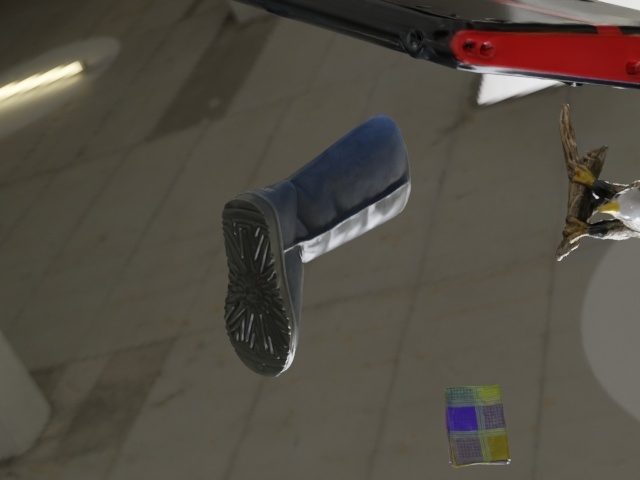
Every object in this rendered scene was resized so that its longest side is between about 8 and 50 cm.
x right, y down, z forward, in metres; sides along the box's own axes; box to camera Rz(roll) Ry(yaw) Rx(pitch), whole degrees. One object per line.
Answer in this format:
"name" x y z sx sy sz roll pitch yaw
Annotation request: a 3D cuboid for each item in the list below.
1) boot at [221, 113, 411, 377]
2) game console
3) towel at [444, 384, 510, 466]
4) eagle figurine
"boot" 0.002 0.002 1.068 0.076 0.190 0.208 17 -150 27
"game console" 0.093 -0.184 0.979 0.342 0.060 0.386 -7 -157 -40
"towel" 0.153 0.181 1.159 0.060 0.009 0.083 -1 -117 -2
"eagle figurine" 0.403 -0.042 1.342 0.298 0.226 0.225 -3 -147 45
